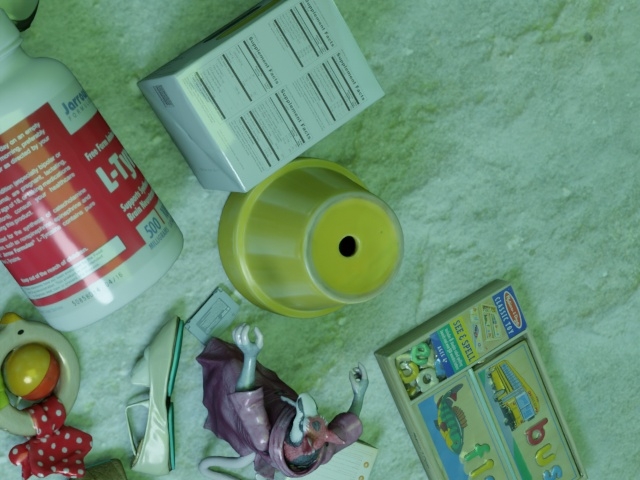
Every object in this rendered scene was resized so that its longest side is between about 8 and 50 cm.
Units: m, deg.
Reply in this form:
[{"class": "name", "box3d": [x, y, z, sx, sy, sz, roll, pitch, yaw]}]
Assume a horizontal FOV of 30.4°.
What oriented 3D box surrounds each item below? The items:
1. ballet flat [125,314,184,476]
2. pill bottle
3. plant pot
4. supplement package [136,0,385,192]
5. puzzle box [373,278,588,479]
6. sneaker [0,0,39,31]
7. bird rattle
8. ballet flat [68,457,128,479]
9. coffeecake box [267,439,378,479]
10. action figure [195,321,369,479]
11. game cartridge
[{"class": "ballet flat", "box3d": [-0.253, 0.234, 1.773, 0.086, 0.086, 0.248, 2, 94, -24]}, {"class": "pill bottle", "box3d": [-0.384, -0.097, 1.598, 0.229, 0.229, 0.407, -39, 109, -17]}, {"class": "plant pot", "box3d": [0.000, 0.000, 1.776, 0.254, 0.239, 0.254, -2, 95, -23]}, {"class": "supplement package", "box3d": [-0.090, -0.224, 1.736, 0.263, 0.199, 0.198, -37, 107, -17]}, {"class": "puzzle box", "box3d": [0.287, 0.307, 2.034, 0.272, 0.052, 0.409, -30, 106, -20]}, {"class": "sneaker", "box3d": [-0.428, -0.423, 1.619, 0.100, 0.108, 0.271, -1, 96, -26]}, {"class": "bird rattle", "box3d": [-0.416, 0.219, 1.674, 0.253, 0.143, 0.207, 33, 65, -26]}, {"class": "ballet flat", "box3d": [-0.263, 0.474, 1.782, 0.124, 0.116, 0.342, -38, 106, -37]}, {"class": "coffeecake box", "box3d": [-0.009, 0.397, 1.898, 0.142, 0.068, 0.185, 23, 85, -24]}, {"class": "action figure", "box3d": [-0.082, 0.266, 1.689, 0.248, 0.370, 0.275, 25, 88, -22]}, {"class": "game cartridge", "box3d": [-0.167, 0.120, 1.833, 0.056, 0.017, 0.083, 46, 76, -17]}]
